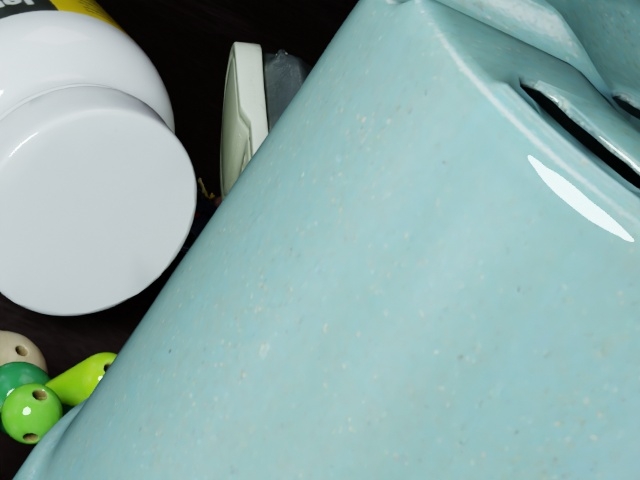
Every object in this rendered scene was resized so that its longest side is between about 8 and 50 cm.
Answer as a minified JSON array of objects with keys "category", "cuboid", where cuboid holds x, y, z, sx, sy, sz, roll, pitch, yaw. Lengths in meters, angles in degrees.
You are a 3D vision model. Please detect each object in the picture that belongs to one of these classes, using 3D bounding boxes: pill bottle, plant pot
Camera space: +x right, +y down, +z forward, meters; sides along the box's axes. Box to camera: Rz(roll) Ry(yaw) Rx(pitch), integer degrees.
[{"category":"pill bottle","cuboid":[-0.213,-0.092,1.083,0.188,0.188,0.334,11,22,-36]},{"category":"plant pot","cuboid":[0.062,0.089,0.582,0.341,0.334,0.341,24,27,-13]}]

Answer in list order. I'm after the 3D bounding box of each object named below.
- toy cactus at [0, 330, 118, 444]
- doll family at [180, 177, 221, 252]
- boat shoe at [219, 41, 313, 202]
[{"category":"toy cactus","cuboid":[-0.158,0.088,0.827,0.219,0.112,0.180,15,1,-20]},{"category":"doll family","cuboid":[-0.077,0.004,1.166,0.193,0.076,0.111,39,42,26]},{"category":"boat shoe","cuboid":[-0.001,0.003,1.042,0.113,0.127,0.340,3,42,-11]}]
